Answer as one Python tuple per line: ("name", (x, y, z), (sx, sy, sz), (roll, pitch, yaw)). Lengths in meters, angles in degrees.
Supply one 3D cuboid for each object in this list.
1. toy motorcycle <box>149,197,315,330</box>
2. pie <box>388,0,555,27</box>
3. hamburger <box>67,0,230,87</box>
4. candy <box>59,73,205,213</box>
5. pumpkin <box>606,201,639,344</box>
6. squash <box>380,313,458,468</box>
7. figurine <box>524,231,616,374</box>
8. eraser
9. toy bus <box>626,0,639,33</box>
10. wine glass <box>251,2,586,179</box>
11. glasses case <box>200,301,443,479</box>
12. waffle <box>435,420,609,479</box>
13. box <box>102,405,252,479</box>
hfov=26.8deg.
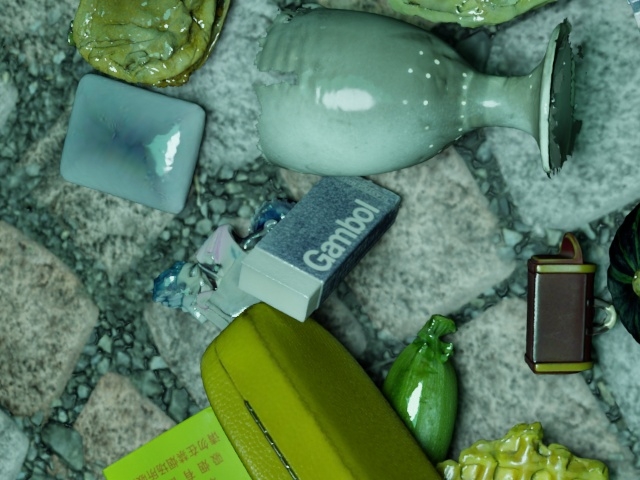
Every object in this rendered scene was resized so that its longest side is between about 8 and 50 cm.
("toy motorcycle", (-0.102, 0.078, 1.581), (0.204, 0.108, 0.239), (-5, 69, 15))
("pie", (0.183, -0.327, 1.406), (0.306, 0.071, 0.306), (-13, 50, 15))
("hamburger", (-0.197, -0.277, 1.593), (0.183, 0.130, 0.206), (14, 79, 17))
("candy", (-0.228, -0.117, 1.627), (0.174, 0.071, 0.138), (18, 100, 19))
("pumpkin", (0.379, 0.039, 1.372), (0.150, 0.194, 0.194), (12, 98, -11))
("squash", (0.085, 0.263, 1.527), (0.101, 0.101, 0.379), (20, 98, 17))
("figurine", (0.273, 0.068, 1.464), (0.098, 0.082, 0.154), (4, 94, 6))
("eraser", (0.000, 0.000, 1.487), (0.092, 0.212, 0.046), (28, 134, 16))
("toy bus", (0.354, -0.238, 1.398), (0.052, 0.102, 0.058), (-20, 84, 19))
("wine glass", (0.099, -0.155, 1.448), (0.357, 0.190, 0.190), (6, 95, 20))
("glasses case", (0.012, 0.239, 1.412), (0.141, 0.173, 0.371), (-48, 61, 23))
("waffle", (0.210, 0.342, 1.475), (0.291, 0.051, 0.291), (0, 98, 2))
("box", (-0.110, 0.381, 1.630), (0.187, 0.047, 0.335), (-32, 84, 18))
